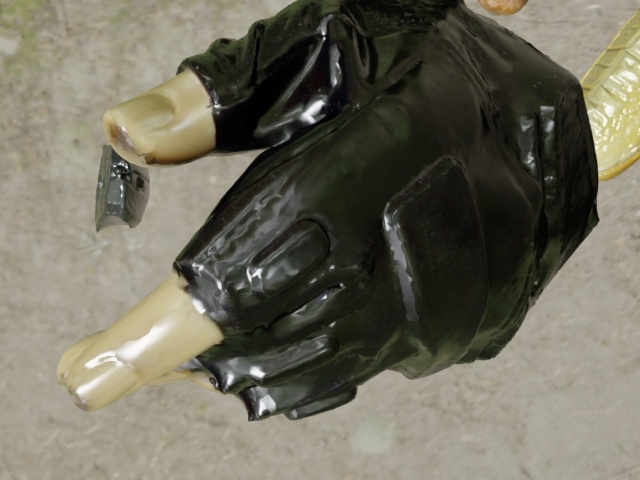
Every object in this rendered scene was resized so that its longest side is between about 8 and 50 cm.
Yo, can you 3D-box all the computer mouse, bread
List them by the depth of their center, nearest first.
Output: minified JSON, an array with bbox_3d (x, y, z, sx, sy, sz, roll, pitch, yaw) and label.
[{"bbox_3d":[-0.210,-0.058,1.523,0.172,0.057,0.099,159,118,-75],"label":"computer mouse"},{"bbox_3d":[0.373,-0.179,1.666,0.106,0.140,0.236,35,107,-3],"label":"bread"}]

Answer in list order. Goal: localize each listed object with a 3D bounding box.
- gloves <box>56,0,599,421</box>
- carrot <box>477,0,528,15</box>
[{"bbox_3d":[0.000,0.000,0.486,0.124,0.203,0.164,-5,123,48],"label":"gloves"},{"bbox_3d":[0.220,-0.392,1.749,0.159,0.159,0.225,7,102,30],"label":"carrot"}]
